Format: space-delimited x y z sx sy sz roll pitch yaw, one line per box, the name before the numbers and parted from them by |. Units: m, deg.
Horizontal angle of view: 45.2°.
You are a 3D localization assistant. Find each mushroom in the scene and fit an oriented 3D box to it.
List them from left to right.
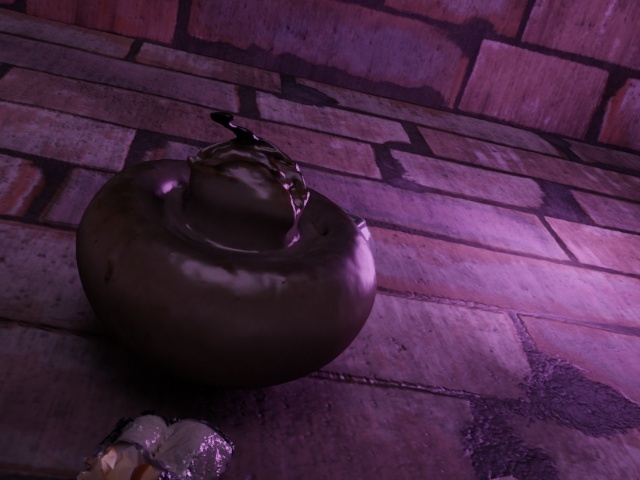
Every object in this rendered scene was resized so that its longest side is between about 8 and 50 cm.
mushroom | -0.102 0.001 0.918 0.362 0.294 0.362 15 24 -7

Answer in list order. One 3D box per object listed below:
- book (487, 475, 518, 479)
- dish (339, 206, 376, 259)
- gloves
book | 0.212 0.282 0.772 0.127 0.014 0.181 29 8 35
dish | 0.000 0.000 1.240 0.151 0.077 0.212 24 26 17
gloves | -0.152 0.210 0.724 0.114 0.070 0.153 14 17 17
